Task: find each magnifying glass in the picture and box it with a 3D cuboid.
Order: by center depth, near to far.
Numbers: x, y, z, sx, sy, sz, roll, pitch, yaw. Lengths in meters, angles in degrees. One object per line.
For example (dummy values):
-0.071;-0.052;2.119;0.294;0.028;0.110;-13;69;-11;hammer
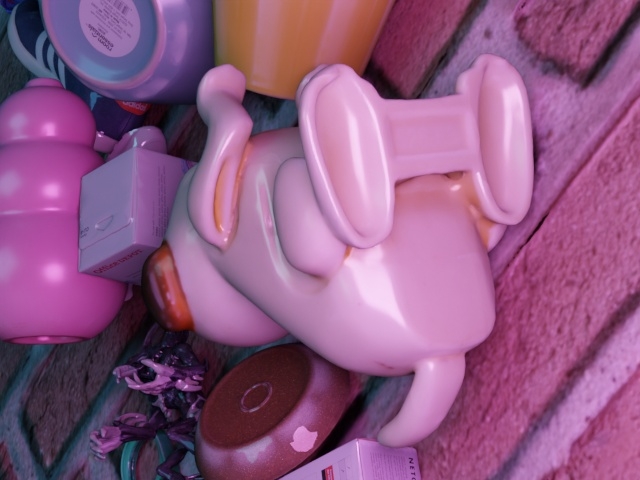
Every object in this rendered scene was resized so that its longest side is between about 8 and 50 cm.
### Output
-0.184;0.303;1.843;0.231;0.026;0.092;35;106;50;magnifying glass

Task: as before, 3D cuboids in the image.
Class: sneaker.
-0.244;-0.036;1.990;0.095;0.090;0.235;38;116;41;sneaker
-0.323;-0.266;2.129;0.148;0.131;0.350;-56;49;20;sneaker

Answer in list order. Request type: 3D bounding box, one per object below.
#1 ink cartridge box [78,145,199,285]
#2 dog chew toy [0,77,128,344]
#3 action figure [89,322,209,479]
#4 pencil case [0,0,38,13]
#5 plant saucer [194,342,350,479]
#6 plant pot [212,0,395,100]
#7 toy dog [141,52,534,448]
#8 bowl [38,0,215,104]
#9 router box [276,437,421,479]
-0.185;-0.020;1.820;0.128;0.176;0.127;-24;61;45;ink cartridge box
-0.344;-0.039;1.904;0.206;0.206;0.332;-13;75;50;dog chew toy
-0.189;0.202;1.789;0.276;0.141;0.164;57;134;42;action figure
-0.434;-0.479;2.331;0.133;0.119;0.306;-18;64;30;pencil case
-0.062;0.178;1.635;0.198;0.036;0.199;-25;33;18;plant saucer
-0.018;-0.289;1.658;0.254;0.254;0.239;40;125;50;plant pot
0.000;0.000;1.547;0.408;0.284;0.395;-6;101;51;toy dog
-0.219;-0.292;1.835;0.311;0.163;0.312;13;117;26;bowl
-0.006;0.407;1.533;0.301;0.082;0.335;-34;54;42;router box
